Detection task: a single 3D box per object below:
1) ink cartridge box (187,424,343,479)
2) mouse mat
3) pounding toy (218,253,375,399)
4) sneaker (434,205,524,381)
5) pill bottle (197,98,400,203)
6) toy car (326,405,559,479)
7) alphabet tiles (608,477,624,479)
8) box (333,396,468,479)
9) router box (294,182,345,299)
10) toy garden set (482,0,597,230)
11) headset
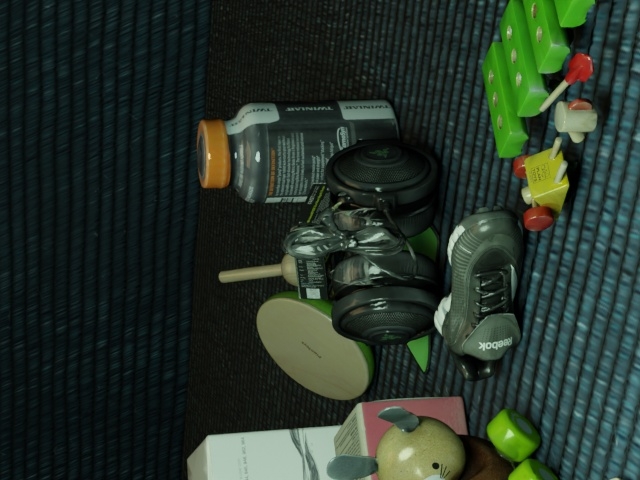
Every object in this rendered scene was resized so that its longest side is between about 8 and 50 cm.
[{"bbox_3d":[-0.019,0.300,2.200,0.198,0.273,0.115,127,139,-70],"label":"ink cartridge box"},{"bbox_3d":[0.116,0.050,2.163,0.152,0.007,0.190,-118,28,-63],"label":"mouse mat"},{"bbox_3d":[0.002,0.095,2.422,0.183,0.110,0.237,-10,121,49],"label":"pounding toy"},{"bbox_3d":[0.168,0.062,1.781,0.234,0.078,0.106,98,161,-54],"label":"sneaker"},{"bbox_3d":[-0.031,-0.112,2.244,0.130,0.245,0.130,178,90,-77],"label":"pill bottle"},{"bbox_3d":[0.106,0.225,1.701,0.155,0.188,0.149,-48,31,19],"label":"toy car"},{"bbox_3d":[0.224,0.351,1.526,0.278,0.021,0.284,133,148,-66],"label":"alphabet tiles"},{"bbox_3d":[0.101,0.307,2.000,0.148,0.127,0.232,117,148,-65],"label":"box"},{"bbox_3d":[0.000,0.000,2.123,0.122,0.038,0.092,-69,-24,-55],"label":"router box"},{"bbox_3d":[0.214,-0.147,1.598,0.244,0.049,0.204,109,157,-57],"label":"toy garden set"},{"bbox_3d":[0.046,0.003,2.035,0.394,0.185,0.243,-170,77,-88],"label":"headset"}]
